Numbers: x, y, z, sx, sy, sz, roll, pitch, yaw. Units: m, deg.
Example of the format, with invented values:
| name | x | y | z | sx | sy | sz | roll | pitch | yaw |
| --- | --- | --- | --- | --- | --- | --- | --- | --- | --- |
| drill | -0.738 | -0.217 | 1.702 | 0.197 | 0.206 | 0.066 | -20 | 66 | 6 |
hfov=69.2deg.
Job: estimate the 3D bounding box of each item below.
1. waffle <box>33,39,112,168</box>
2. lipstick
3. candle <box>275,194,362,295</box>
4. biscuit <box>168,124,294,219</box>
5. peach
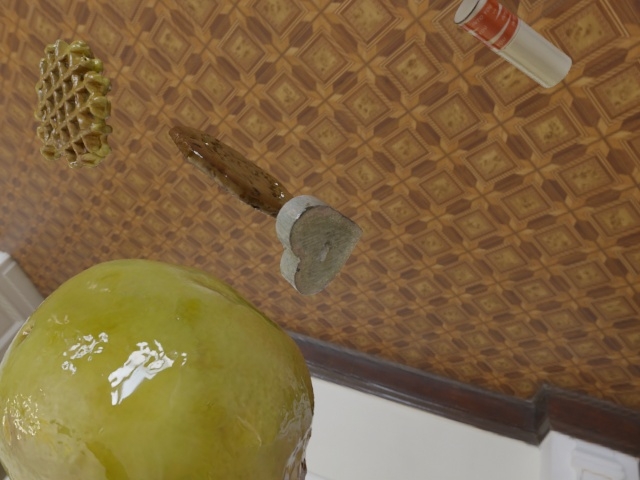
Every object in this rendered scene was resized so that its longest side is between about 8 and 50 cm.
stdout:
| name | x | y | z | sx | sy | sz | roll | pitch | yaw |
| --- | --- | --- | --- | --- | --- | --- | --- | --- | --- |
| waffle | -0.447 | -0.226 | 0.836 | 0.253 | 0.056 | 0.249 | 49 | 124 | 23 |
| lipstick | 0.203 | -0.209 | 0.487 | 0.130 | 0.038 | 0.038 | 25 | 142 | -19 |
| candle | 0.000 | 0.000 | 0.868 | 0.068 | 0.168 | 0.192 | 36 | 138 | 43 |
| biscuit | -0.184 | -0.156 | 1.079 | 0.359 | 0.359 | 0.046 | 36 | 102 | -11 |
| peach | -0.166 | 0.175 | 0.512 | 0.315 | 0.281 | 0.314 | 5 | 117 | 24 |
